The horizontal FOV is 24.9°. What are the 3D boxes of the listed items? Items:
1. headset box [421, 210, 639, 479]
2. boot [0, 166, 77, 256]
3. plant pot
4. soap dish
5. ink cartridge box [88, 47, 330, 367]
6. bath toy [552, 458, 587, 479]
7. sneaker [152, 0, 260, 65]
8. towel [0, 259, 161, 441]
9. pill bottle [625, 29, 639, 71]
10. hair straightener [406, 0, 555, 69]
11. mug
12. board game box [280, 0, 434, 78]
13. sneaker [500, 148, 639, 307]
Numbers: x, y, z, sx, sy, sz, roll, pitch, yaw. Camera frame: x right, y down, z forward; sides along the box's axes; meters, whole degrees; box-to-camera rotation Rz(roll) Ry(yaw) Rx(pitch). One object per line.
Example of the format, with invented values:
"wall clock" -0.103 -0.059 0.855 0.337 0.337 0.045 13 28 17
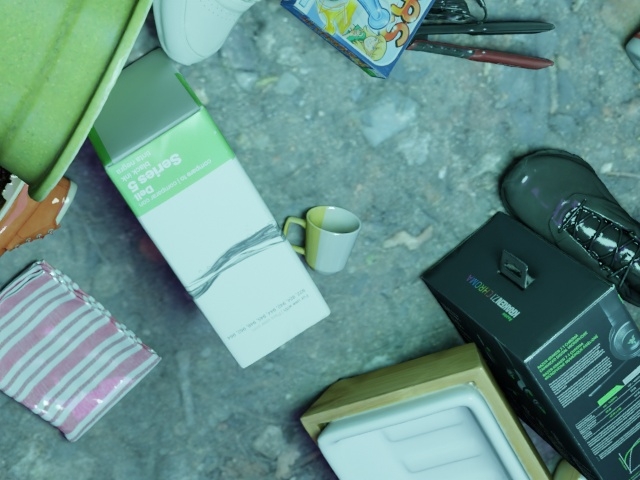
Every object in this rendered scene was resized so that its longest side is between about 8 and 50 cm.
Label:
"headset box" 0.270 0.127 1.664 0.131 0.246 0.283 -39 120 -5
"boot" -0.314 -0.011 1.498 0.084 0.059 0.158 27 102 -33
"plant pot" -0.310 -0.212 1.309 0.254 0.276 0.276 26 103 -16
"soap dish" 0.144 0.260 1.717 0.229 0.118 0.291 -19 124 21
"ink cartridge box" -0.122 -0.033 1.474 0.115 0.198 0.273 -33 120 -3
"bath toy" 0.398 0.264 1.851 0.129 0.151 0.348 -5 120 -61
"sneaker" -0.058 -0.296 1.396 0.114 0.152 0.305 9 115 -56
"towel" -0.287 0.125 1.586 0.144 0.029 0.197 -44 121 4
"pill bottle" 0.448 -0.252 1.634 0.193 0.108 0.108 -47 120 4
"hair straightener" 0.149 -0.241 1.577 0.230 0.047 0.089 4 91 -16
"mug" 0.004 0.000 1.627 0.062 0.078 0.064 -25 136 -46
"board game box" 0.065 -0.287 1.491 0.136 0.035 0.201 34 84 -30
"sneaker" 0.331 -0.007 1.695 0.286 0.130 0.109 32 102 -28
